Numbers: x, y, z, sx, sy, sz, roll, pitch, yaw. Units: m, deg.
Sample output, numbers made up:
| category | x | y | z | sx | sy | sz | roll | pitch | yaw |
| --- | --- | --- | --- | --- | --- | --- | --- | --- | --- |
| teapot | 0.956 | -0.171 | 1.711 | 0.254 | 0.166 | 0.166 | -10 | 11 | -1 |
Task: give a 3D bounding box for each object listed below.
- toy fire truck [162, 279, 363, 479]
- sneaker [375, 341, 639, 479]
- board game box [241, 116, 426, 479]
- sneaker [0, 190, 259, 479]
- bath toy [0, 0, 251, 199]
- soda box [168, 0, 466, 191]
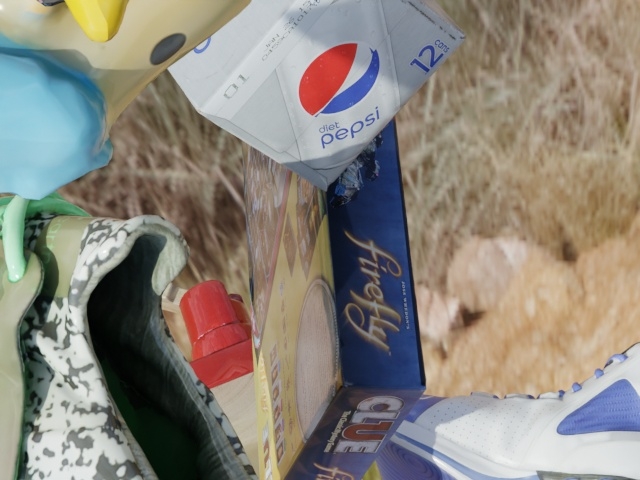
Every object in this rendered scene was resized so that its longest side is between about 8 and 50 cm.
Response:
| category | x | y | z | sx | sy | sz | roll | pitch | yaw |
| --- | --- | --- | --- | --- | --- | --- | --- | --- | --- |
| toy fire truck | -0.079 | 0.113 | 1.327 | 0.158 | 0.217 | 0.246 | -21 | 56 | 0 |
| sneaker | 0.209 | 0.171 | 1.429 | 0.315 | 0.127 | 0.182 | 15 | 54 | 27 |
| board game box | 0.000 | 0.000 | 0.882 | 0.042 | 0.165 | 0.243 | 4 | 60 | -15 |
| sneaker | -0.125 | 0.030 | 0.701 | 0.410 | 0.158 | 0.182 | 50 | 115 | 17 |
| bath toy | -0.047 | -0.122 | 0.230 | 0.151 | 0.348 | 0.129 | 20 | 70 | -1 |
| soda box | -0.053 | -0.153 | 0.809 | 0.098 | 0.091 | 0.286 | -47 | 45 | 13 |
